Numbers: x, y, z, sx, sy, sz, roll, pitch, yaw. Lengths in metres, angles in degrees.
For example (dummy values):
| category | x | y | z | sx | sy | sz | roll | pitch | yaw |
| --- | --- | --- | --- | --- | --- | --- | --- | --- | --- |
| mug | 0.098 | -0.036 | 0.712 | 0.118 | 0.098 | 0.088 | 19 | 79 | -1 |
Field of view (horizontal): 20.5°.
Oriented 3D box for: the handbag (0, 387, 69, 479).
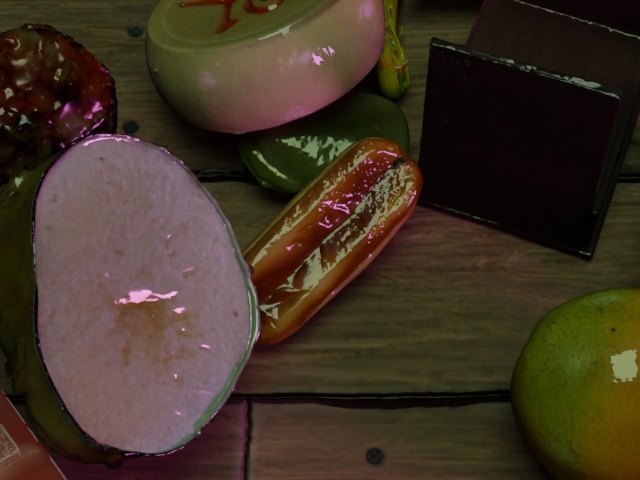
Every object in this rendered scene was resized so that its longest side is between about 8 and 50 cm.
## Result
| category | x | y | z | sx | sy | sz | roll | pitch | yaw |
| --- | --- | --- | --- | --- | --- | --- | --- | --- | --- |
| handbag | -0.328 | 0.214 | 1.581 | 0.151 | 0.171 | 0.298 | -34 | 63 | -18 |

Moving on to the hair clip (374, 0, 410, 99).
| category | x | y | z | sx | sy | sz | roll | pitch | yaw |
| --- | --- | --- | --- | --- | --- | --- | --- | --- | --- |
| hair clip | 0.073 | -0.223 | 1.884 | 0.046 | 0.072 | 0.173 | -6 | 56 | 8 |

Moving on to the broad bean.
| category | x | y | z | sx | sy | sz | roll | pitch | yaw |
| --- | --- | --- | --- | --- | --- | --- | --- | --- | --- |
| broad bean | 0.004 | -0.099 | 1.806 | 0.175 | 0.082 | 0.124 | 1 | 63 | 0 |

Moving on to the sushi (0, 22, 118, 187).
| category | x | y | z | sx | sy | sz | roll | pitch | yaw |
| --- | --- | --- | --- | --- | --- | --- | --- | --- | --- |
| sushi | -0.371 | -0.092 | 1.743 | 0.343 | 0.182 | 0.196 | -31 | 59 | -20 |

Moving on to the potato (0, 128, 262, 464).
| category | x | y | z | sx | sy | sz | roll | pitch | yaw |
| --- | --- | --- | --- | --- | --- | --- | --- | --- | --- |
| potato | -0.205 | 0.068 | 1.657 | 0.246 | 0.196 | 0.299 | 1 | 75 | -31 |

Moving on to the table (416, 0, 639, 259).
| category | x | y | z | sx | sy | sz | roll | pitch | yaw |
| --- | --- | --- | --- | --- | --- | --- | --- | --- | --- |
| table | 0.226 | -0.176 | 1.737 | 0.196 | 0.282 | 0.250 | 19 | 61 | 10 |

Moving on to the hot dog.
| category | x | y | z | sx | sy | sz | roll | pitch | yaw |
| --- | --- | --- | --- | --- | --- | --- | --- | --- | --- |
| hot dog | 0.000 | 0.000 | 1.738 | 0.249 | 0.068 | 0.100 | -44 | 97 | -5 |

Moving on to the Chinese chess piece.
| category | x | y | z | sx | sy | sz | roll | pitch | yaw |
| --- | --- | --- | --- | --- | --- | --- | --- | --- | --- |
| Chinese chess piece | -0.057 | -0.213 | 1.805 | 0.251 | 0.097 | 0.251 | -14 | 33 | 9 |

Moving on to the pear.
| category | x | y | z | sx | sy | sz | roll | pitch | yaw |
| --- | --- | --- | --- | --- | --- | --- | --- | --- | --- |
| pear | 0.271 | 0.141 | 1.616 | 0.198 | 0.198 | 0.198 | 0 | 60 | -1 |
